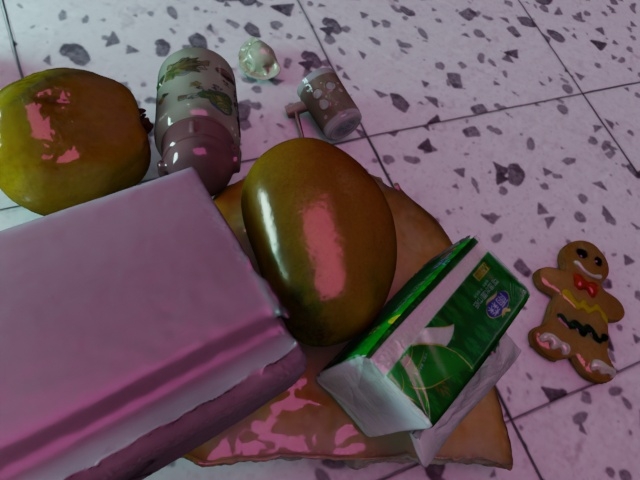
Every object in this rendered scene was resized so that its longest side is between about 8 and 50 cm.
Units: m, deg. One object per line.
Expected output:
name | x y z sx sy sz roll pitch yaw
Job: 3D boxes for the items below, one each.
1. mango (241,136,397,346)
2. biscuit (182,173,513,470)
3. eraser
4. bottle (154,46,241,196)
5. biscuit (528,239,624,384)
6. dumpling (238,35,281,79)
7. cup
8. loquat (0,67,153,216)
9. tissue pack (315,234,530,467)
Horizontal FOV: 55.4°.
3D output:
mango | 0.005 -0.004 0.714 0.175 0.139 0.255 -12 68 -17
biscuit | 0.011 0.098 0.808 0.429 0.104 0.446 -1 66 -17
eraser | -0.232 0.107 0.605 0.359 0.122 0.272 -25 69 -28
bottle | -0.169 -0.159 0.845 0.120 0.120 0.253 1 44 -15
biscuit | 0.410 0.097 0.960 0.158 0.035 0.240 24 59 -5
dumpling | -0.104 -0.303 1.030 0.076 0.057 0.052 47 19 -15
cup | 0.004 -0.215 0.989 0.102 0.074 0.099 -23 71 -25
loquat | -0.323 -0.128 0.795 0.234 0.176 0.187 -33 114 -40
tissue pack | 0.132 0.128 0.689 0.156 0.148 0.209 47 59 4
